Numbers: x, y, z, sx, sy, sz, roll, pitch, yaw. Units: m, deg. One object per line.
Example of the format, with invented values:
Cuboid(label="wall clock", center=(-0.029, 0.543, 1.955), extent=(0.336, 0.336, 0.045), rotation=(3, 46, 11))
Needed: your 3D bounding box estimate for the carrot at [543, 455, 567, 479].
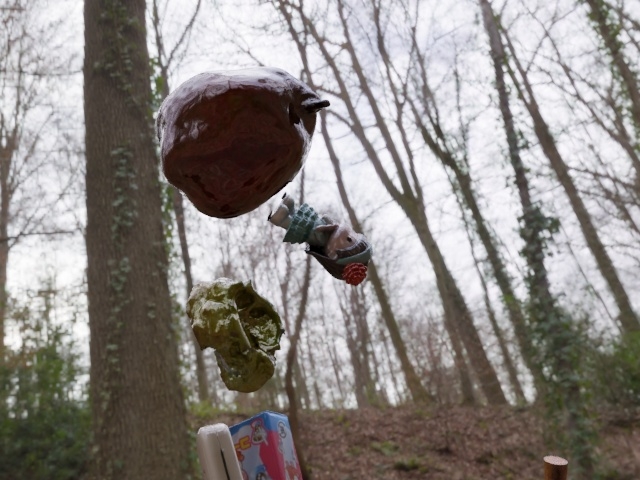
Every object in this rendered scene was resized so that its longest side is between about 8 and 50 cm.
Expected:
Cuboid(label="carrot", center=(0.613, 0.676, 1.916), extent=(0.061, 0.210, 0.061), rotation=(1, 3, 0))

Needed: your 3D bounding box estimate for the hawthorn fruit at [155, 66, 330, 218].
Cuboid(label="hawthorn fruit", center=(-0.095, -0.142, 0.999), extent=(0.248, 0.208, 0.208), rotation=(-19, -30, 16))

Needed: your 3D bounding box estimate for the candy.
Cuboid(label="candy", center=(-0.114, 0.512, 1.448), extent=(0.157, 0.306, 0.100), rotation=(-27, -30, 17))

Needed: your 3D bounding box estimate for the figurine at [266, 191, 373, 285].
Cuboid(label="figurine", center=(0.000, 0.000, 1.580), extent=(0.245, 0.138, 0.110), rotation=(32, -48, 0))

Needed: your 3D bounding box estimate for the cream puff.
Cuboid(label="cream puff", center=(-0.181, 0.204, 1.677), extent=(0.185, 0.282, 0.282), rotation=(-26, -30, -3))

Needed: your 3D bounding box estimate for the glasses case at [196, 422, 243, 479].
Cuboid(label="glasses case", center=(-0.144, 0.376, 1.112), extent=(0.050, 0.196, 0.083), rotation=(-10, -34, -20))
